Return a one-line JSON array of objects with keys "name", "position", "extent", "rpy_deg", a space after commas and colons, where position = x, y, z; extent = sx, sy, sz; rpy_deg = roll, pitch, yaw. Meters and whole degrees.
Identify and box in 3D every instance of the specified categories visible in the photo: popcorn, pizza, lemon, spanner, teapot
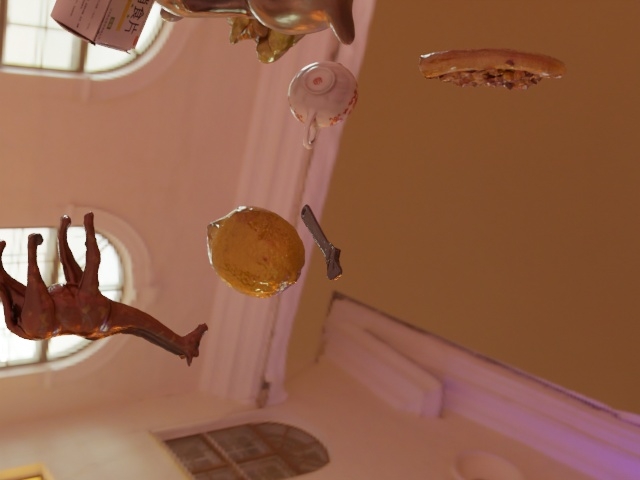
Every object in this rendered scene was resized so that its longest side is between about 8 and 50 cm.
[{"name": "popcorn", "position": [-0.125, -0.551, 1.980], "extent": [0.250, 0.241, 0.235], "rpy_deg": [38, -44, 1]}, {"name": "pizza", "position": [0.296, -0.294, 1.517], "extent": [0.127, 0.246, 0.058], "rpy_deg": [-169, -96, -87]}, {"name": "lemon", "position": [-0.126, 0.021, 1.745], "extent": [0.193, 0.181, 0.180], "rpy_deg": [10, -80, 30]}, {"name": "spanner", "position": [0.000, 0.000, 1.401], "extent": [0.046, 0.012, 0.208], "rpy_deg": [-66, -152, 22]}, {"name": "teapot", "position": [0.001, -0.321, 1.990], "extent": [0.159, 0.116, 0.245], "rpy_deg": [21, -106, 8]}]

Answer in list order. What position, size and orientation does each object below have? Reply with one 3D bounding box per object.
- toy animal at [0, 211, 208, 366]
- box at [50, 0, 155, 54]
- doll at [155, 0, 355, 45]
[{"name": "toy animal", "position": [-0.250, 0.073, 1.027], "extent": [0.066, 0.224, 0.229], "rpy_deg": [20, -52, 55]}, {"name": "box", "position": [-0.472, -0.615, 2.052], "extent": [0.145, 0.173, 0.332], "rpy_deg": [32, -74, 17]}, {"name": "doll", "position": [-0.115, -0.445, 1.408], "extent": [0.370, 0.226, 0.215], "rpy_deg": [11, -102, 24]}]
